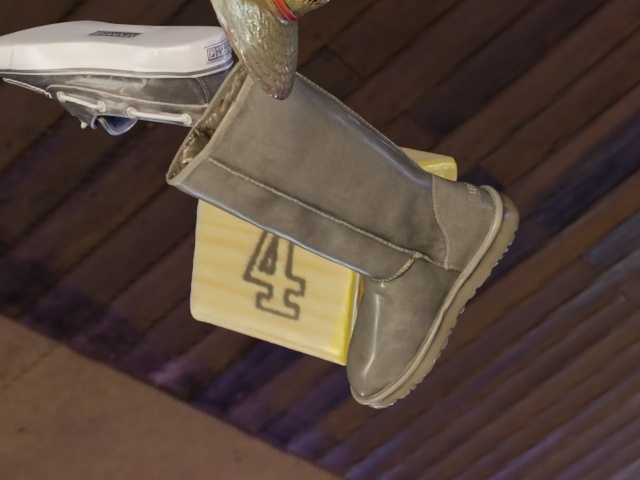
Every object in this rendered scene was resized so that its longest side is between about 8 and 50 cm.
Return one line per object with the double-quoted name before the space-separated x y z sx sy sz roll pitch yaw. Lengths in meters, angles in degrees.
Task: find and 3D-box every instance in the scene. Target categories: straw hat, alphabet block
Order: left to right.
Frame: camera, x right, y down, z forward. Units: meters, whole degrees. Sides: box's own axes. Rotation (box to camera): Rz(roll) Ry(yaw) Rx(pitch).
"straw hat" -0.013 -0.149 0.688 0.061 0.144 0.144 -16 147 16
"alphabet block" 0.003 -0.002 1.359 0.192 0.197 0.193 -16 115 -54

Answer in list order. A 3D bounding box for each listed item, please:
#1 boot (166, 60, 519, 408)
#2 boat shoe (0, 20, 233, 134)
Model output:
"boot" -0.001 0.000 0.836 0.208 0.076 0.189 21 108 -28
"boat shoe" -0.208 -0.152 1.272 0.108 0.301 0.102 -36 126 -53
